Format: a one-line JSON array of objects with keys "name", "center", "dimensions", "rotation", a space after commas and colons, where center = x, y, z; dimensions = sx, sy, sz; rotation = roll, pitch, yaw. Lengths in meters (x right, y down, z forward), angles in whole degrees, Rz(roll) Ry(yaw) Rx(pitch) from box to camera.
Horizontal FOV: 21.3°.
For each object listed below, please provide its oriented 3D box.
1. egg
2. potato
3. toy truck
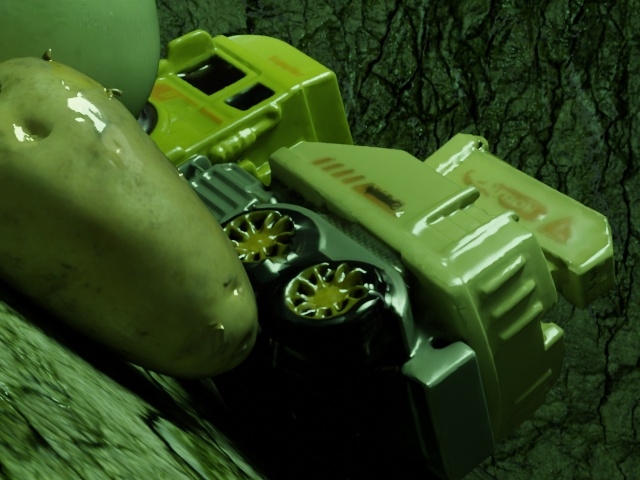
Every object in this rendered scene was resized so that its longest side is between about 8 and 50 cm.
[{"name": "egg", "center": [-0.231, -0.153, 1.094], "dimensions": [0.269, 0.219, 0.219], "rotation": [33, 2, -30]}, {"name": "potato", "center": [-0.132, -0.018, 0.965], "dimensions": [0.235, 0.128, 0.161], "rotation": [43, 5, 11]}, {"name": "toy truck", "center": [0.000, 0.000, 1.166], "dimensions": [0.405, 0.254, 0.180], "rotation": [36, -31, 44]}]
